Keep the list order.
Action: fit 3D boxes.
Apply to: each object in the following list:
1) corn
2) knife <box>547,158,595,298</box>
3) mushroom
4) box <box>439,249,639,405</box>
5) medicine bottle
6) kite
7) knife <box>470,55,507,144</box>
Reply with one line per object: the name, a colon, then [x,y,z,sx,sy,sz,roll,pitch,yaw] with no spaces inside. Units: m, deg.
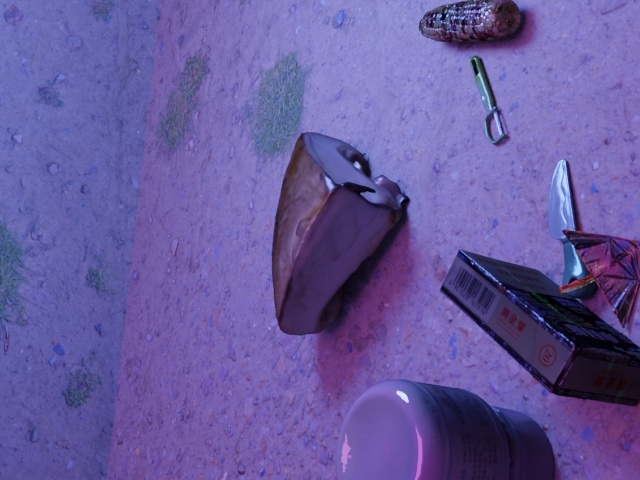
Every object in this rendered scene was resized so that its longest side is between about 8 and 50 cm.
corn: [0.290,-0.432,1.910,0.253,0.086,0.086,11,88,58]
knife: [0.416,-0.019,1.637,0.063,0.034,0.260,-36,46,43]
mushroom: [-0.025,-0.007,2.096,0.314,0.224,0.397,50,120,47]
box: [0.351,0.133,1.523,0.310,0.198,0.084,45,115,51]
medicine bottle: [0.204,0.359,1.566,0.241,0.301,0.241,-25,58,49]
kite: [0.450,0.046,1.537,0.159,0.010,0.190,-38,64,21]
knife: [0.317,-0.271,1.877,0.054,0.015,0.212,-48,43,47]
